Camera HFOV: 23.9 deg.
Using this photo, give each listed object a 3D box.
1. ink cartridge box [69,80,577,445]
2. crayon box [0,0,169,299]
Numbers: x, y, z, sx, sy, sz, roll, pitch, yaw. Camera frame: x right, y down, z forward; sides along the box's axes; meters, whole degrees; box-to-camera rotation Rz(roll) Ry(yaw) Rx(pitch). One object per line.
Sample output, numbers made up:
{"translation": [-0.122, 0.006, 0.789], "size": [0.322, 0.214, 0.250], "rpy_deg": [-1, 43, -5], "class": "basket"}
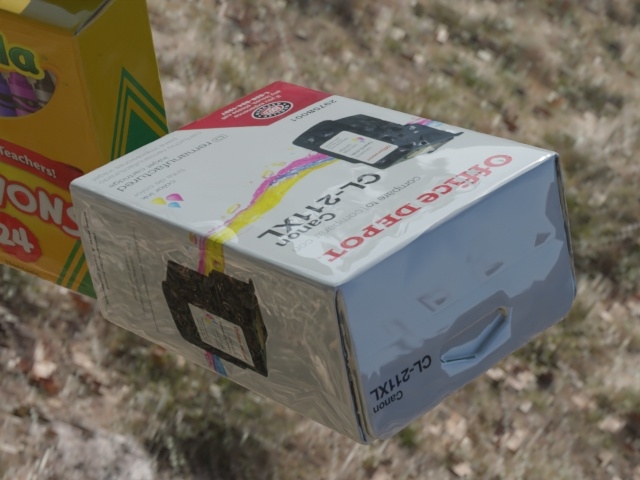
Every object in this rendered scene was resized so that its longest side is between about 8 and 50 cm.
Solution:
{"translation": [0.000, 0.000, 0.632], "size": [0.127, 0.072, 0.175], "rpy_deg": [-30, 32, -33], "class": "ink cartridge box"}
{"translation": [-0.210, -0.104, 1.023], "size": [0.202, 0.318, 0.081], "rpy_deg": [19, 51, 21], "class": "crayon box"}
